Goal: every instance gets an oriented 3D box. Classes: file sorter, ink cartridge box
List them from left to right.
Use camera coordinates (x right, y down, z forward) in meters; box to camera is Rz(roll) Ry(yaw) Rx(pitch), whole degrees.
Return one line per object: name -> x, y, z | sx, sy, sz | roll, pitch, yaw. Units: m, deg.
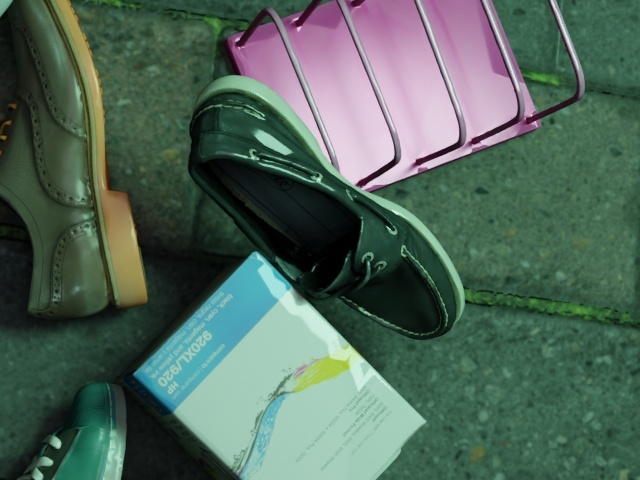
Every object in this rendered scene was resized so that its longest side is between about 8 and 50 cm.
ink cartridge box -> -0.052, 0.155, 1.650 | 0.233, 0.171, 0.168 | 45, 76, -4
file sorter -> 0.087, -0.175, 1.727 | 0.291, 0.182, 0.202 | -21, 88, -16

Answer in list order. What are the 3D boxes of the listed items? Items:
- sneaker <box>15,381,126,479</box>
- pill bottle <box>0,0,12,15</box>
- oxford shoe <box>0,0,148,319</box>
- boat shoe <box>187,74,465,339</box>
sneaker -> -0.270, 0.269, 1.613 | 0.121, 0.108, 0.302 | 19, 79, -15
pill bottle -> -0.445, -0.335, 1.538 | 0.363, 0.210, 0.210 | 25, 76, -37
oxford shoe -> -0.270, -0.101, 1.659 | 0.133, 0.130, 0.363 | -14, 84, -8
boat shoe -> 0.003, -0.002, 1.590 | 0.340, 0.127, 0.113 | 49, 35, -24
